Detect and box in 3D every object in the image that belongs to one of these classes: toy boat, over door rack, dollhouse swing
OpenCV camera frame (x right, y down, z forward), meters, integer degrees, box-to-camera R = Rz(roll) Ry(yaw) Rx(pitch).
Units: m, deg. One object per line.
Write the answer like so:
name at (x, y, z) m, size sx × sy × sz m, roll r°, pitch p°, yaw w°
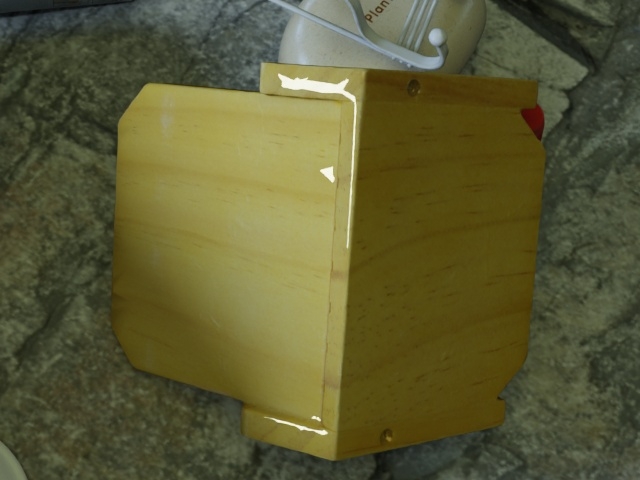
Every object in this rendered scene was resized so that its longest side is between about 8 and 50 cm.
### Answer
toy boat at (0.109, -0.171, 1.225) m, size 0.318 × 0.148 × 0.267 m, roll 41°, pitch 69°, yaw 16°
over door rack at (0.010, -0.331, 1.158) m, size 0.324 × 0.108 × 0.240 m, roll 19°, pitch 63°, yaw 7°
dollhouse swing at (0.000, 0.000, 1.127) m, size 0.315 × 0.305 × 0.347 m, roll -3°, pitch 100°, yaw -37°

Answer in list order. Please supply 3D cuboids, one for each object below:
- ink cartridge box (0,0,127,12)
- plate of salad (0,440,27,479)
ink cartridge box at (-0.369, -0.396, 1.214) m, size 0.309 × 0.130 × 0.272 m, roll -8°, pitch 83°, yaw -14°
plate of salad at (-0.381, 0.272, 1.081) m, size 0.199 × 0.048 × 0.200 m, roll 5°, pitch 68°, yaw -13°
